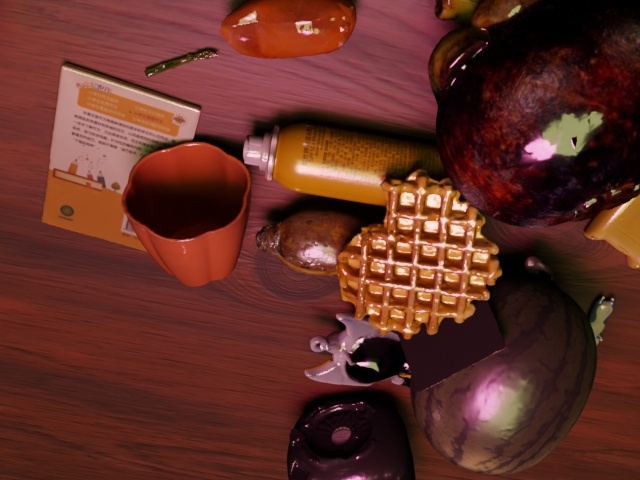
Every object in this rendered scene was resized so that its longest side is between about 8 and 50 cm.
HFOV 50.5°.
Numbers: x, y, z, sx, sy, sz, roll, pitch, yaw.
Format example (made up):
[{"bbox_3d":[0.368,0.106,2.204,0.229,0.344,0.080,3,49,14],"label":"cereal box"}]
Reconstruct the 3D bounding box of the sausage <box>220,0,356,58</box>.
[{"bbox_3d":[-0.041,-0.288,0.907,0.179,0.089,0.089,0,126,7],"label":"sausage"}]

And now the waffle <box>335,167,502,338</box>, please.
[{"bbox_3d":[0.128,0.028,0.988,0.253,0.056,0.249,-24,106,24],"label":"waffle"}]

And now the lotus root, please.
[{"bbox_3d":[0.000,0.000,1.091,0.210,0.120,0.120,5,126,-2],"label":"lotus root"}]

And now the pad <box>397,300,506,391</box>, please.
[{"bbox_3d":[0.176,0.086,1.069,0.160,0.265,0.009,-34,145,26],"label":"pad"}]

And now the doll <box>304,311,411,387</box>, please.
[{"bbox_3d":[0.127,0.211,1.246,0.316,0.103,0.145,17,144,-19],"label":"doll"}]

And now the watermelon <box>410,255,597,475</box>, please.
[{"bbox_3d":[0.299,0.203,1.114,0.279,0.279,0.359,27,94,-15],"label":"watermelon"}]

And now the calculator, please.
[{"bbox_3d":[0.546,-0.054,1.069,0.157,0.033,0.236,30,121,-16],"label":"calculator"}]

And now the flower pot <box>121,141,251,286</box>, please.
[{"bbox_3d":[-0.195,-0.025,1.044,0.191,0.190,0.173,4,142,1],"label":"flower pot"}]

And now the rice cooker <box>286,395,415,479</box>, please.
[{"bbox_3d":[0.059,0.445,1.335,0.267,0.267,0.224,-12,124,12],"label":"rice cooker"}]

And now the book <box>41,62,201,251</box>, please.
[{"bbox_3d":[-0.324,-0.116,1.082,0.208,0.020,0.295,18,125,-10],"label":"book"}]

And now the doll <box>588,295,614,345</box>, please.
[{"bbox_3d":[0.498,0.149,1.224,0.037,0.027,0.125,10,127,5],"label":"doll"}]

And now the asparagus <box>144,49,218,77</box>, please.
[{"bbox_3d":[-0.200,-0.256,0.976,0.114,0.014,0.015,-14,103,14],"label":"asparagus"}]

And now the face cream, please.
[{"bbox_3d":[0.060,-0.109,1.013,0.349,0.105,0.105,9,126,-4],"label":"face cream"}]

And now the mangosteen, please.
[{"bbox_3d":[0.292,-0.175,0.848,0.330,0.330,0.330,2,126,2],"label":"mangosteen"}]
